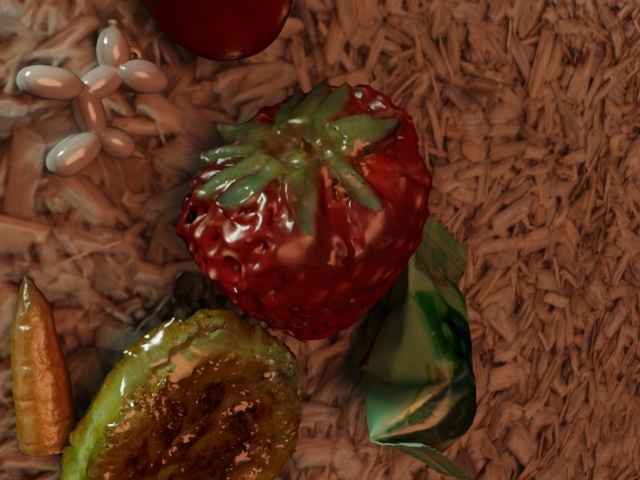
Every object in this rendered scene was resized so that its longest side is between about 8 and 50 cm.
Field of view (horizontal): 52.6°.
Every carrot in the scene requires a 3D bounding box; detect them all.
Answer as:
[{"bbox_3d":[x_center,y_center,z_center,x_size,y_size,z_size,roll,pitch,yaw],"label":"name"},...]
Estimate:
[{"bbox_3d":[-0.324,0.141,0.749,0.072,0.072,0.205,-8,96,-33],"label":"carrot"}]

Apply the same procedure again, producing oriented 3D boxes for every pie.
[{"bbox_3d":[-0.166,0.247,0.796,0.288,0.103,0.355,4,114,-40],"label":"pie"}]

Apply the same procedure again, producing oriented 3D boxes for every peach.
[{"bbox_3d":[-0.112,-0.299,0.745,0.197,0.197,0.198,-7,102,-33],"label":"peach"}]

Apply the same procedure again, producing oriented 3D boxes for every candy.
[{"bbox_3d":[0.163,0.141,0.990,0.263,0.171,0.398,43,54,-57],"label":"candy"}]

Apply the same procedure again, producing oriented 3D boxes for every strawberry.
[{"bbox_3d":[0.000,0.000,0.823,0.318,0.295,0.345,-63,147,-36],"label":"strawberry"}]

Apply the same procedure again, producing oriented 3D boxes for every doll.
[{"bbox_3d":[-0.251,-0.164,0.740,0.160,0.059,0.161,-22,109,-29],"label":"doll"}]
